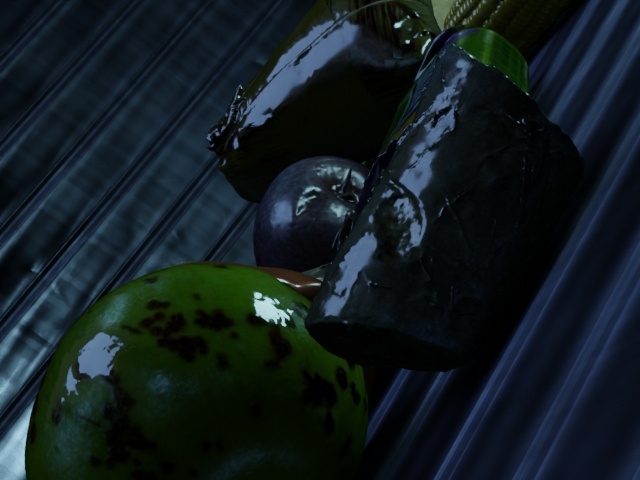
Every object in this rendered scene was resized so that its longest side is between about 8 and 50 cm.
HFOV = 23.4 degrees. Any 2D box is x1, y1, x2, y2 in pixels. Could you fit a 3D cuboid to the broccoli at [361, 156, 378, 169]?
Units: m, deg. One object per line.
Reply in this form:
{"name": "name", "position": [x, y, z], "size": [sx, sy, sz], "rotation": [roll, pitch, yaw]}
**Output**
{"name": "broccoli", "position": [0.058, -0.060, 1.804], "size": [0.122, 0.118, 0.204], "rotation": [-31, 35, 37]}

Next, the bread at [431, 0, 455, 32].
{"name": "bread", "position": [0.144, -0.248, 1.777], "size": [0.316, 0.054, 0.316], "rotation": [-32, 29, 21]}

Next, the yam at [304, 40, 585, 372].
{"name": "yam", "position": [0.072, -0.008, 0.851], "size": [0.183, 0.107, 0.107], "rotation": [-59, 4, -12]}

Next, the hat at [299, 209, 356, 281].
{"name": "hat", "position": [0.015, 0.072, 1.372], "size": [0.147, 0.085, 0.175], "rotation": [-38, 38, 44]}

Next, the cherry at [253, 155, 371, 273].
{"name": "cherry", "position": [0.000, -0.001, 1.553], "size": [0.176, 0.140, 0.176], "rotation": [-161, 90, -85]}

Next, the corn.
{"name": "corn", "position": [0.196, -0.242, 1.483], "size": [0.093, 0.093, 0.244], "rotation": [-57, 5, -27]}

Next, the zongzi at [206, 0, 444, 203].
{"name": "zongzi", "position": [-0.002, -0.210, 1.663], "size": [0.273, 0.145, 0.300], "rotation": [-23, 57, 18]}

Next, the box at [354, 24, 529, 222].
{"name": "box", "position": [0.102, -0.083, 1.216], "size": [0.134, 0.097, 0.345], "rotation": [-53, 3, 19]}

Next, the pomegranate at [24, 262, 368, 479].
{"name": "pomegranate", "position": [-0.061, 0.131, 0.910], "size": [0.211, 0.211, 0.263], "rotation": [-55, 48, 20]}

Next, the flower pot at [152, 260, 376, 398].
{"name": "flower pot", "position": [-0.049, 0.097, 1.142], "size": [0.191, 0.190, 0.173], "rotation": [-57, 17, -20]}
